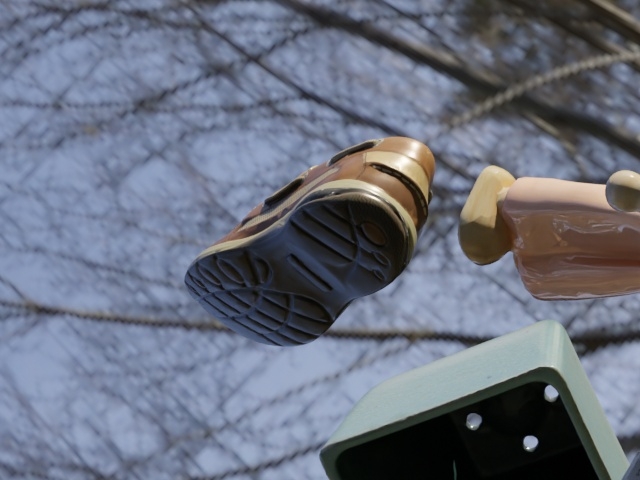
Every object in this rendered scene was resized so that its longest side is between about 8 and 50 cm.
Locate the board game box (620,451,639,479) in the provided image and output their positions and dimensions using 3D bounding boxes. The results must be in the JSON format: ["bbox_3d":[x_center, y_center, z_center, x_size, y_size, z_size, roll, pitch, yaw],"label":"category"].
[{"bbox_3d":[0.163,0.285,1.190,0.305,0.053,0.193,-42,-34,-57],"label":"board game box"}]

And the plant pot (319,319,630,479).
[{"bbox_3d":[0.180,0.216,1.869,0.248,0.252,0.247,-22,-76,19],"label":"plant pot"}]

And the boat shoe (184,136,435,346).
[{"bbox_3d":[0.000,0.000,1.626,0.122,0.324,0.120,44,-122,-14],"label":"boat shoe"}]

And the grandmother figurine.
[{"bbox_3d":[0.275,-0.001,1.296,0.208,0.342,0.104,3,-90,-47],"label":"grandmother figurine"}]
